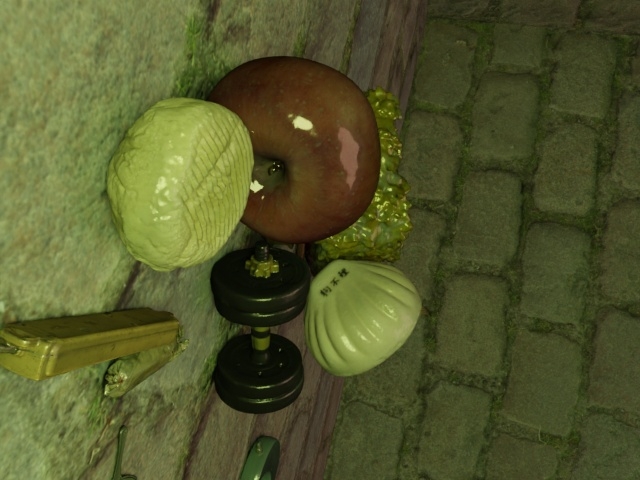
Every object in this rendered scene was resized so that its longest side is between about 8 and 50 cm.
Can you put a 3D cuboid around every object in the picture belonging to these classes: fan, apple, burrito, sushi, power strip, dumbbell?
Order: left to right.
[{"bbox_3d":[-0.260,0.114,0.616,0.305,0.064,0.044,17,91,-77],"label":"power strip"},{"bbox_3d":[-0.306,0.378,0.764,0.132,0.009,0.220,1,101,-77],"label":"fan"},{"bbox_3d":[-0.249,0.170,0.751,0.188,0.045,0.058,-36,129,-68],"label":"burrito"},{"bbox_3d":[-0.116,0.174,1.009,0.185,0.185,0.388,-55,153,-58],"label":"dumbbell"},{"bbox_3d":[-0.165,0.633,1.459,0.253,0.054,0.167,84,19,-52],"label":"power strip"},{"bbox_3d":[-0.038,-0.146,0.827,0.235,0.305,0.306,-60,157,-50],"label":"apple"},{"bbox_3d":[0.068,-0.133,1.184,0.351,0.240,0.396,98,-15,-76],"label":"sushi"}]

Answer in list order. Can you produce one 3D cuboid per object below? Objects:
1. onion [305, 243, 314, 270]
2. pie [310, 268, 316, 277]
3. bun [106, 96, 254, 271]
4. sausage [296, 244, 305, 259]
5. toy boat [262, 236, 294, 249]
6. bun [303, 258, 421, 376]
[{"bbox_3d":[0.000,0.000,1.526,0.098,0.151,0.206,29,56,-37],"label":"onion"},{"bbox_3d":[0.035,0.033,1.589,0.195,0.046,0.195,-36,-139,40],"label":"pie"},{"bbox_3d":[-0.180,-0.068,0.652,0.220,0.134,0.220,19,90,-75],"label":"bun"},{"bbox_3d":[-0.056,0.024,1.461,0.026,0.026,0.116,-54,151,-60],"label":"sausage"},{"bbox_3d":[-0.088,-0.103,1.093,0.321,0.089,0.121,83,14,-55],"label":"toy boat"},{"bbox_3d":[0.056,0.124,1.055,0.175,0.263,0.263,49,39,-20],"label":"bun"}]
